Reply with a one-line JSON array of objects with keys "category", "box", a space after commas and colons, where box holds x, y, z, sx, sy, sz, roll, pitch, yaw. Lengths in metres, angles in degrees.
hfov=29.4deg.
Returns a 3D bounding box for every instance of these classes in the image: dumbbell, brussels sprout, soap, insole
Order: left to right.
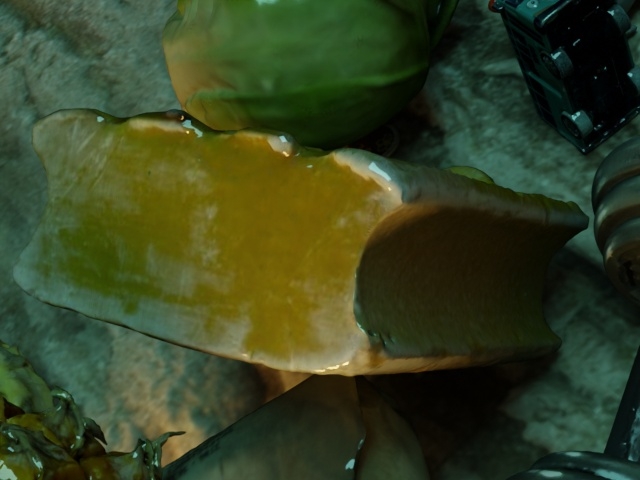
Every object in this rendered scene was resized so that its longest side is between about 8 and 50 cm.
[{"category": "brussels sprout", "box": [-0.009, -0.208, 1.110, 0.294, 0.227, 0.259, -24, 25, 12]}, {"category": "insole", "box": [-0.004, -0.045, 1.138, 0.197, 0.004, 0.065, -39, 48, -5]}, {"category": "soap", "box": [0.000, 0.000, 0.878, 0.293, 0.335, 0.156, 14, 93, 29]}, {"category": "dumbbell", "box": [0.223, 0.098, 0.807, 0.179, 0.179, 0.406, 9, 59, 31]}]

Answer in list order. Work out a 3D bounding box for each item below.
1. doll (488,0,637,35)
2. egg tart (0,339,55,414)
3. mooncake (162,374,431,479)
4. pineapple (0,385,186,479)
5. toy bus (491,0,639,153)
[{"category": "doll", "box": [0.221, -0.235, 1.104, 0.194, 0.062, 0.104, 3, 53, -9]}, {"category": "egg tart", "box": [-0.402, 0.217, 1.035, 0.388, 0.169, 0.388, -16, 50, 20]}, {"category": "mooncake", "box": [-0.021, 0.241, 0.835, 0.254, 0.136, 0.250, -27, 49, 20]}, {"category": "pineapple", "box": [-0.231, 0.142, 0.753, 0.344, 0.286, 0.209, 3, 57, 54]}, {"category": "toy bus", "box": [0.208, -0.161, 1.019, 0.079, 0.160, 0.092, -38, 47, -5]}]
